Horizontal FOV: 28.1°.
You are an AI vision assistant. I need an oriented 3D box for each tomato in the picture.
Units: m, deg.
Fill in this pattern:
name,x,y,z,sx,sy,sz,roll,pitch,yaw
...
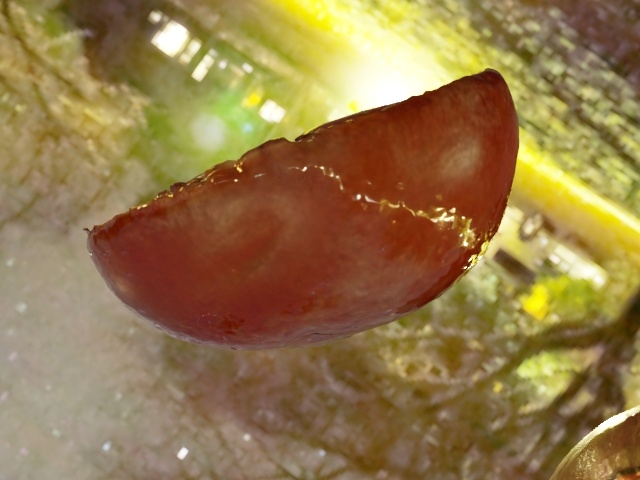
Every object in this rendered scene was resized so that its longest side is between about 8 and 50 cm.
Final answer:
name,x,y,z,sx,sy,sz,roll,pitch,yaw
tomato,0.000,0.000,0.435,0.155,0.155,0.069,-28,-83,-86

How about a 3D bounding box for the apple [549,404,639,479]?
name,x,y,z,sx,sy,sz,roll,pitch,yaw
apple,0.213,0.188,0.678,0.211,0.211,0.188,34,-137,-32
